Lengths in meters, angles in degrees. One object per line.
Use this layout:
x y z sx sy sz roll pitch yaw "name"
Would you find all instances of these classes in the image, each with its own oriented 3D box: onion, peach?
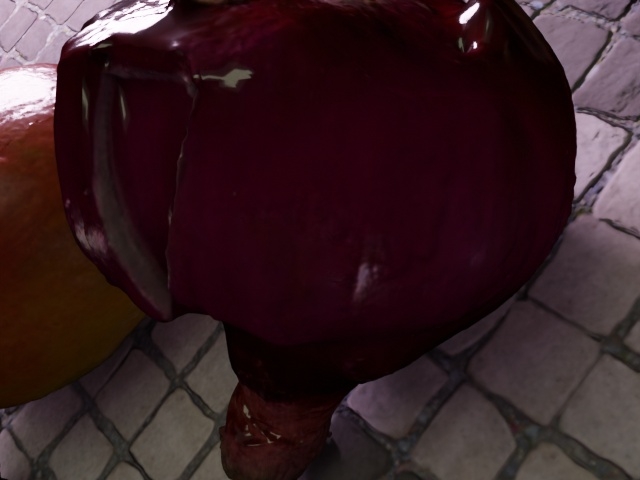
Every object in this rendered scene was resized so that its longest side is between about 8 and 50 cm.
0.000 0.000 0.683 0.398 0.398 0.420 8 110 38 "onion"
-0.293 -0.011 0.874 0.290 0.372 0.372 43 90 11 "peach"

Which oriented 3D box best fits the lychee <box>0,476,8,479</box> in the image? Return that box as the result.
-0.405 0.294 0.802 0.271 0.271 0.271 -18 53 25 "lychee"
